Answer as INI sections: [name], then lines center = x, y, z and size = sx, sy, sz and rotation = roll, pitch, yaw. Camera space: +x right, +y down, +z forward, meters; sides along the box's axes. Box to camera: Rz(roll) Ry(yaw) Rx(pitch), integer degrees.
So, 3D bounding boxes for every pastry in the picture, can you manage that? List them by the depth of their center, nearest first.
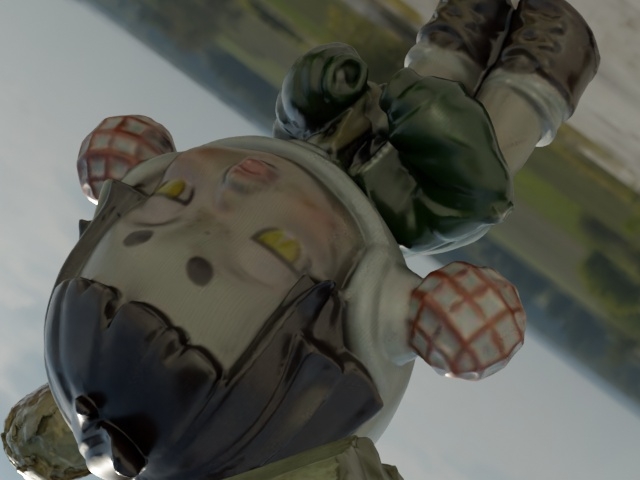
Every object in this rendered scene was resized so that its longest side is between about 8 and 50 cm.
[pastry]
center = -0.169, 0.131, 1.214
size = 0.081, 0.153, 0.153
rotation = 65, 177, -11

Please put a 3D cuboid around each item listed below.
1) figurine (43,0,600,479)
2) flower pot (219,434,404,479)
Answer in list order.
[figurine]
center = 0.000, 0.000, 0.826
size = 0.281, 0.370, 0.167
rotation = 24, 148, 34
[flower pot]
center = -0.051, 0.160, 0.464
size = 0.212, 0.202, 0.212
rotation = 61, -169, -20
